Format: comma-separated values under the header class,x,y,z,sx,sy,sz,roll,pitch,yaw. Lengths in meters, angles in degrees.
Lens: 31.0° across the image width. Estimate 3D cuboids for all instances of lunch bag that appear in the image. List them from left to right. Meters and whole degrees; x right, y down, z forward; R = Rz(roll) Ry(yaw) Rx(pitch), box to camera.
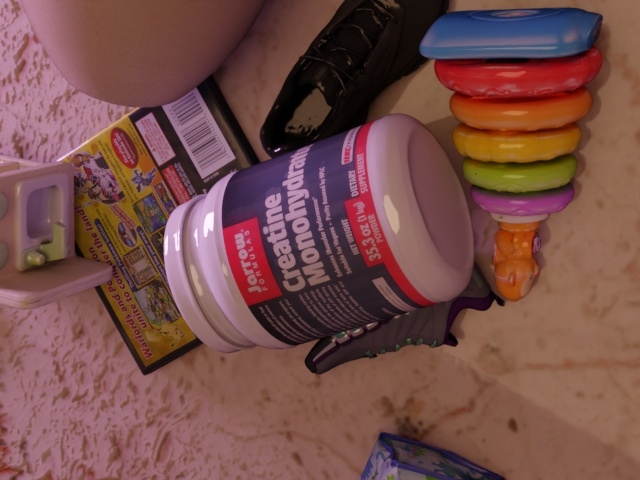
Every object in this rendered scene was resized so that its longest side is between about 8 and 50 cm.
class,x,y,z,sx,sy,sz,roll,pitch,yaw
lunch bag,0.113,0.294,1.252,0.151,0.096,0.129,19,103,-15

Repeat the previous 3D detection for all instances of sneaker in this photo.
class,x,y,z,sx,sy,sz,roll,pitch,yaw
sneaker,0.036,-0.189,1.206,0.109,0.130,0.286,35,103,13
sneaker,0.088,0.098,1.246,0.223,0.083,0.098,-38,89,16

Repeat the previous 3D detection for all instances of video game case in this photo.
class,x,y,z,sx,sy,sz,roll,pitch,yaw
video game case,-0.169,-0.020,1.335,0.248,0.035,0.275,-30,87,17

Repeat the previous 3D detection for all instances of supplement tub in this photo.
class,x,y,z,sx,sy,sz,roll,pitch,yaw
supplement tub,0.000,0.000,1.162,0.272,0.191,0.191,-19,90,24

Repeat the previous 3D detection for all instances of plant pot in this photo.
class,x,y,z,sx,sy,sz,roll,pitch,yaw
plant pot,-0.194,-0.254,1.213,0.284,0.284,0.191,23,121,13

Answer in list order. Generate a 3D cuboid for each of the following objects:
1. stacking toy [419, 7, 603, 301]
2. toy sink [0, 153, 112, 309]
class,x,y,z,sx,sy,sz,roll,pitch,yaw
stacking toy,0.200,-0.079,1.169,0.165,0.175,0.302,3,108,19
toy sink,-0.368,-0.023,1.303,0.234,0.153,0.131,13,109,28
